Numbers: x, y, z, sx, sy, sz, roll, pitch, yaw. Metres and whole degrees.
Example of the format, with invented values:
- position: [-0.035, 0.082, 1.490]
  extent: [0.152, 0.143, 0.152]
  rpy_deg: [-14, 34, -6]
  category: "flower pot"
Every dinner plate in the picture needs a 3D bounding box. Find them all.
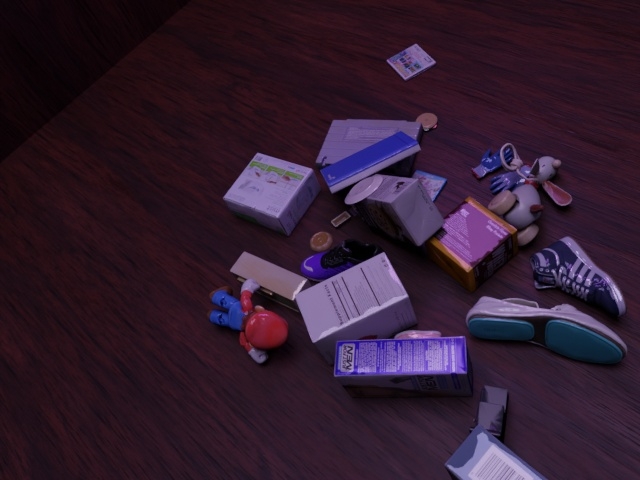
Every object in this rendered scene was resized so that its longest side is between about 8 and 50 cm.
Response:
- position: [0.132, -0.163, 1.784]
  extent: [0.141, 0.017, 0.141]
  rpy_deg: [-33, 21, 15]
  category: "dinner plate"

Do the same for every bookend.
- position: [0.419, 0.422, 1.410]
  extent: [0.072, 0.157, 0.156]
  rpy_deg: [5, 59, 22]
  category: "bookend"

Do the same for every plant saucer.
- position: [0.000, 0.000, 1.949]
  extent: [0.083, 0.015, 0.083]
  rpy_deg: [-10, 54, 14]
  category: "plant saucer"

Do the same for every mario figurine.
- position: [-0.206, 0.248, 1.771]
  extent: [0.320, 0.198, 0.170]
  rpy_deg: [18, 48, 43]
  category: "mario figurine"

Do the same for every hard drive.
- position: [0.161, -0.269, 1.935]
  extent: [0.319, 0.040, 0.210]
  rpy_deg: [-26, 22, 2]
  category: "hard drive"

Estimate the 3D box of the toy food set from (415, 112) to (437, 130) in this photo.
- position: [0.392, -0.437, 2.109]
  extent: [0.083, 0.020, 0.083]
  rpy_deg: [11, 61, 26]
  category: "toy food set"

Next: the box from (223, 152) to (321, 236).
- position: [-0.174, -0.170, 2.061]
  extent: [0.262, 0.126, 0.231]
  rpy_deg: [20, 66, 30]
  category: "box"

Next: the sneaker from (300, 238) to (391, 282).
- position: [0.068, 0.050, 1.805]
  extent: [0.293, 0.146, 0.102]
  rpy_deg: [-5, 55, 16]
  category: "sneaker"

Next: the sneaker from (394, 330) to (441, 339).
- position: [0.276, 0.295, 1.617]
  extent: [0.134, 0.051, 0.070]
  rpy_deg: [-4, 50, 13]
  category: "sneaker"

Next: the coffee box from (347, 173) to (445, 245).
- position: [0.226, -0.100, 1.760]
  extent: [0.119, 0.168, 0.297]
  rpy_deg: [-40, 20, -11]
  category: "coffee box"

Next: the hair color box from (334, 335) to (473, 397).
- position: [0.224, 0.341, 1.519]
  extent: [0.339, 0.185, 0.110]
  rpy_deg: [-4, 57, 18]
  category: "hair color box"

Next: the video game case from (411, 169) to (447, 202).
- position: [0.338, -0.160, 1.938]
  extent: [0.119, 0.015, 0.166]
  rpy_deg: [23, 66, 32]
  category: "video game case"

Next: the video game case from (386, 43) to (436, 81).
- position: [0.367, -0.723, 2.320]
  extent: [0.143, 0.019, 0.157]
  rpy_deg: [-30, 52, -1]
  category: "video game case"

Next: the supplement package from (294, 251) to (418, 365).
- position: [0.106, 0.202, 1.665]
  extent: [0.293, 0.177, 0.175]
  rpy_deg: [-26, 52, 2]
  category: "supplement package"

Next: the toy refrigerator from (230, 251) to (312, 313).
- position: [-0.157, 0.139, 1.854]
  extent: [0.269, 0.102, 0.094]
  rpy_deg: [22, 66, 30]
  category: "toy refrigerator"

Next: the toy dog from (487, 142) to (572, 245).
- position: [0.644, -0.149, 1.706]
  extent: [0.161, 0.220, 0.333]
  rpy_deg: [-25, 42, 61]
  category: "toy dog"

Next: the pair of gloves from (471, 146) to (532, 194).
- position: [0.599, -0.230, 1.888]
  extent: [0.159, 0.023, 0.198]
  rpy_deg: [-33, 53, -7]
  category: "pair of gloves"

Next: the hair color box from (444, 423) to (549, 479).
- position: [0.389, 0.537, 1.200]
  extent: [0.113, 0.374, 0.185]
  rpy_deg: [-45, 53, -12]
  category: "hair color box"

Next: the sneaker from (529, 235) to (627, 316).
- position: [0.687, 0.117, 1.560]
  extent: [0.153, 0.099, 0.282]
  rpy_deg: [-22, 45, -2]
  category: "sneaker"

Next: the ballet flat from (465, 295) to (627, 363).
- position: [0.595, 0.216, 1.521]
  extent: [0.400, 0.139, 0.139]
  rpy_deg: [8, 60, 26]
  category: "ballet flat"

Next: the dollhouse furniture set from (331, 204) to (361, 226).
- position: [0.093, -0.087, 1.933]
  extent: [0.114, 0.081, 0.091]
  rpy_deg: [-35, 52, -6]
  category: "dollhouse furniture set"

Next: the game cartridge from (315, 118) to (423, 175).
- position: [0.181, -0.346, 2.101]
  extent: [0.355, 0.068, 0.230]
  rpy_deg: [7, 56, 25]
  category: "game cartridge"

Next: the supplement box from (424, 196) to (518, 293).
- position: [0.448, 0.012, 1.704]
  extent: [0.194, 0.129, 0.191]
  rpy_deg: [-39, 52, -9]
  category: "supplement box"
